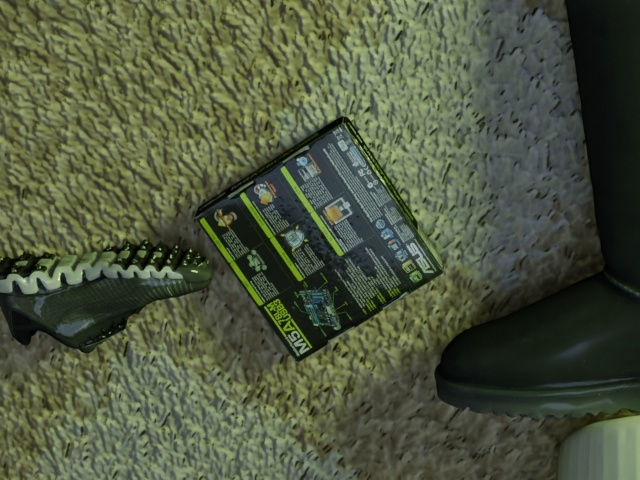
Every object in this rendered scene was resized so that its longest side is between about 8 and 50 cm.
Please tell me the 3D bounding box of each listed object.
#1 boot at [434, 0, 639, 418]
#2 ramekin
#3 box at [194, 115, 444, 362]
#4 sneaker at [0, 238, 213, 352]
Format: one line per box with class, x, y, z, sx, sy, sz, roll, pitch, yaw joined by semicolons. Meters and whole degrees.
boot;0.271;-0.063;1.599;0.366;0.146;0.445;-4;104;15
ramekin;0.358;0.259;1.631;0.277;0.277;0.135;0;72;2
box;0.000;0.000;1.689;0.184;0.045;0.191;-32;103;13
sneaker;-0.220;0.061;1.699;0.234;0.078;0.106;-4;108;7
